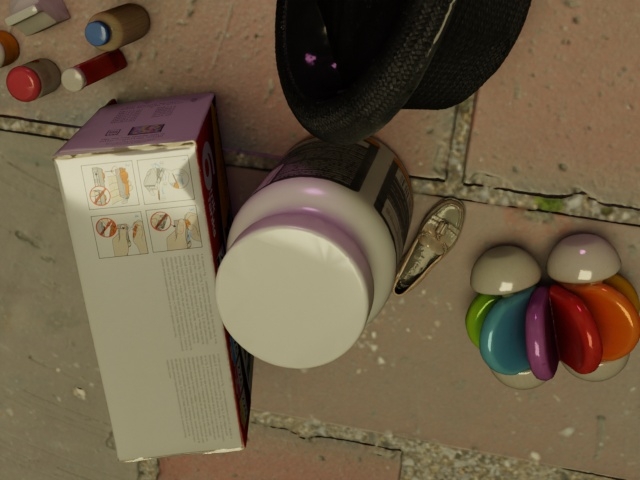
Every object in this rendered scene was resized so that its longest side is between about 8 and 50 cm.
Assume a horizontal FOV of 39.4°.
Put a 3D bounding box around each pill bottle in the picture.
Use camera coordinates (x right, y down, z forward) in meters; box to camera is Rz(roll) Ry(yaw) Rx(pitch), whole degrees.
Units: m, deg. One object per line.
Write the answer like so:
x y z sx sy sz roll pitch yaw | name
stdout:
0.000 0.000 0.862 0.162 0.278 0.162 4 112 10 | pill bottle

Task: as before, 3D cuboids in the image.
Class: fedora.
0.089 -0.239 0.797 0.153 0.334 0.334 11 119 -32 | fedora

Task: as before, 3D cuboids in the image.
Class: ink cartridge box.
-0.152 0.017 0.922 0.130 0.272 0.309 -6 111 0 | ink cartridge box

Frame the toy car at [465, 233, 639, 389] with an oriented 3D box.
0.240 0.089 0.927 0.182 0.136 0.159 -9 110 15 | toy car

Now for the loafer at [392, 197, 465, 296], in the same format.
0.117 0.011 0.973 0.045 0.039 0.125 32 114 -1 | loafer

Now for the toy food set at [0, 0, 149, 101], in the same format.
-0.270 -0.210 0.927 0.232 0.104 0.111 -18 107 18 | toy food set
